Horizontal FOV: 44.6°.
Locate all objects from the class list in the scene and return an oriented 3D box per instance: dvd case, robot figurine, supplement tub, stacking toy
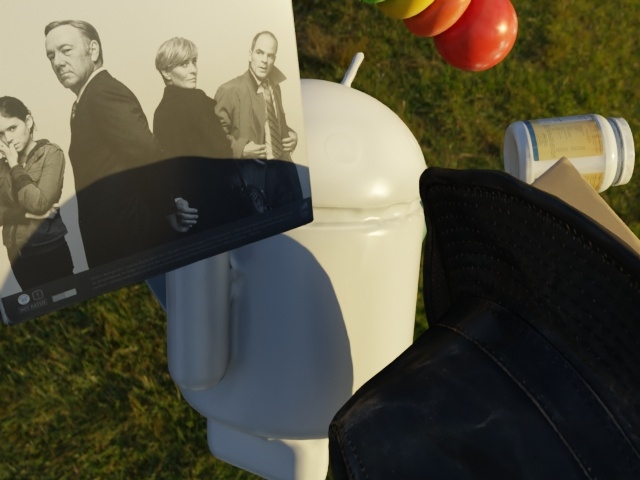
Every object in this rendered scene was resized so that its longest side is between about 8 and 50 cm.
[{"bbox_3d":[-0.093,-0.094,0.372,0.179,0.238,0.029,-19,28,-26],"label":"dvd case"},{"bbox_3d":[-0.019,0.022,0.649,0.200,0.353,0.300,11,16,27],"label":"robot figurine"},{"bbox_3d":[0.443,-0.152,1.406,0.200,0.144,0.144,-5,48,1],"label":"supplement tub"},{"bbox_3d":[0.074,-0.274,0.765,0.141,0.330,0.141,-37,37,34],"label":"stacking toy"}]

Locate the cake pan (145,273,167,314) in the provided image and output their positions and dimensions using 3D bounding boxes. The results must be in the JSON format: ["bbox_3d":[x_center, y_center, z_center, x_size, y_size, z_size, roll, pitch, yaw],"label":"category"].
[{"bbox_3d":[-0.200,0.023,1.008,0.054,0.293,0.293,-32,54,-17],"label":"cake pan"}]

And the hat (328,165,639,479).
[{"bbox_3d":[0.085,0.132,0.401,0.134,0.331,0.331,-26,51,-9],"label":"hat"}]

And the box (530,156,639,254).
[{"bbox_3d":[0.273,0.023,0.959,0.201,0.021,0.164,-41,85,12],"label":"box"}]

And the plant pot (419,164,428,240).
[{"bbox_3d":[0.000,0.000,1.054,0.290,0.290,0.195,6,54,10],"label":"plant pot"}]
